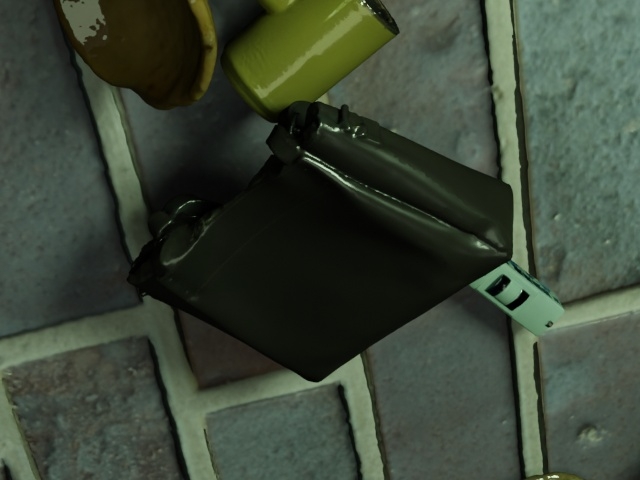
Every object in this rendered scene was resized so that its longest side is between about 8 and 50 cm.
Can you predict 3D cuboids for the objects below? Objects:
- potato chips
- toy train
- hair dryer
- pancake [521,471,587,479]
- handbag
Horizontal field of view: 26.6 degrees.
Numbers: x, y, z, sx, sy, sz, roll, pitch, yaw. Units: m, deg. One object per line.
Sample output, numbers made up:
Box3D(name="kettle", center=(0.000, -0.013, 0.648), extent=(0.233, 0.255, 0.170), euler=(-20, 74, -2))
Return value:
Box3D(name="potato chips", center=(-0.146, -0.205, 1.079), extent=(0.062, 0.195, 0.208), euler=(-39, 107, -31))
Box3D(name="toy train", center=(0.160, 0.026, 1.340), extent=(0.207, 0.047, 0.043), euler=(36, 108, -30))
Box3D(name="hair dryer", center=(-0.073, -0.229, 1.111), extent=(0.135, 0.090, 0.278), euler=(-38, 116, 16))
Box3D(name="pancake", center=(0.247, 0.347, 1.584), extent=(0.199, 0.021, 0.199), euler=(-6, 125, -9))
Box3D(name="handbag", center=(0.000, 0.000, 1.200), extent=(0.257, 0.113, 0.285), euler=(26, 134, -36))
